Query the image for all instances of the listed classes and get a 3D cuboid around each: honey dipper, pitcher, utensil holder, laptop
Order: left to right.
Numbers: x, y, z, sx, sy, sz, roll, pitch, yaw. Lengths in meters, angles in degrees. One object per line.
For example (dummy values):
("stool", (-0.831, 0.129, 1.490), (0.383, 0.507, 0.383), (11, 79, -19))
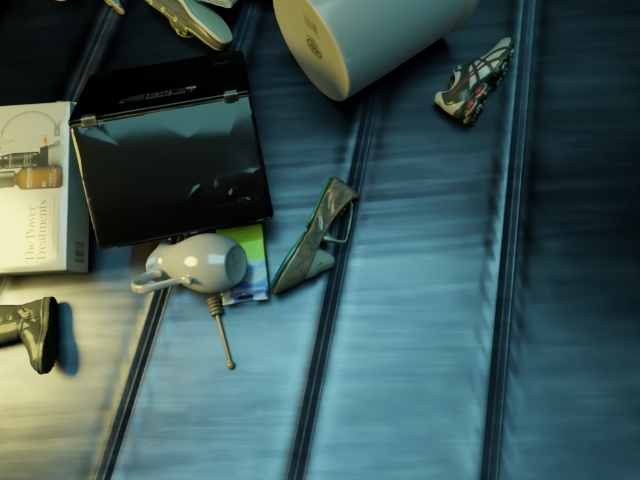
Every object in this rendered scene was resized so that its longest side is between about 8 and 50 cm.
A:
("laptop", (-0.333, -0.228, 1.153), (0.381, 0.237, 0.408), (-11, 41, -5))
("pitcher", (-0.275, 0.061, 1.048), (0.207, 0.126, 0.178), (0, 32, 24))
("honey dipper", (-0.214, 0.204, 1.098), (0.030, 0.030, 0.161), (-19, 76, -6))
("utensil holder", (0.126, -0.568, 1.209), (0.385, 0.328, 0.328), (-37, 74, -8))

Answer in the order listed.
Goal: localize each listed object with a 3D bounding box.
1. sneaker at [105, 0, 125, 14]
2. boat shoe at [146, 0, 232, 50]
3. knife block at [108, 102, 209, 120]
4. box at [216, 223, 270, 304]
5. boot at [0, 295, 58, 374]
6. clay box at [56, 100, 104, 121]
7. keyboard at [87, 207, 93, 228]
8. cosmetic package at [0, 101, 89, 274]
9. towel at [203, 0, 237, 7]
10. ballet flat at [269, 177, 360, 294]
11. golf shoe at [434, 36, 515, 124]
("sneaker", (-0.570, -0.667, 1.397), (0.083, 0.032, 0.037), (42, 77, 13))
("boat shoe", (-0.362, -0.606, 1.344), (0.305, 0.091, 0.109), (44, 32, 7))
("knife block", (-0.388, -0.310, 1.243), (0.241, 0.088, 0.276), (4, 71, 3))
("box", (-0.175, 0.057, 1.138), (0.108, 0.042, 0.178), (-8, 72, -1))
("boot", (-0.681, 0.213, 1.075), (0.208, 0.076, 0.190), (-8, 57, -9))
("clay box", (-0.606, -0.235, 1.238), (0.127, 0.053, 0.222), (4, 72, 2))
("keyboard", (-0.542, -0.070, 1.179), (0.191, 0.038, 0.100), (5, 84, 21))
("cosmetic package", (-0.678, -0.110, 1.124), (0.284, 0.097, 0.378), (-4, 82, 5))
("towel", (-0.271, -0.676, 1.368), (0.113, 0.023, 0.152), (17, 41, 0))
("ballet flat", (0.000, 0.000, 1.127), (0.106, 0.107, 0.316), (28, 74, 0))
("golf shoe", (0.401, -0.427, 1.268), (0.120, 0.105, 0.273), (31, 74, 18))
